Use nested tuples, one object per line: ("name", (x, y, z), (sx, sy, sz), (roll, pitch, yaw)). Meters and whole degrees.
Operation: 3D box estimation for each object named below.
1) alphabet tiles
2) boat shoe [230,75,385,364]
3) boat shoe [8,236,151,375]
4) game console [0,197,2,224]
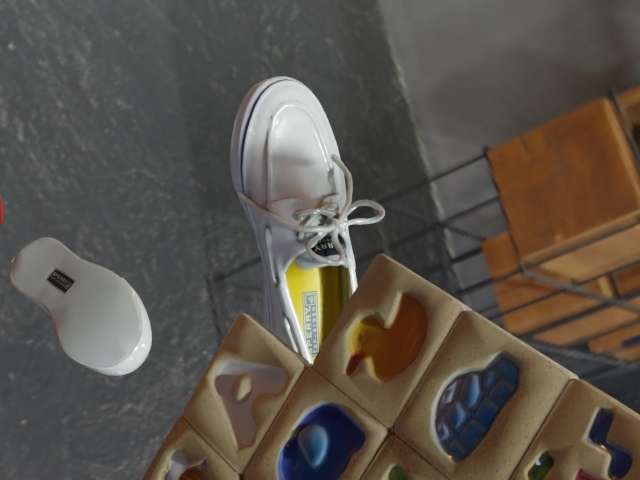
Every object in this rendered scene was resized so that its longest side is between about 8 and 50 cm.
("alphabet tiles", (0.018, 0.170, 0.405), (0.011, 0.285, 0.342), (28, 4, -42))
("boat shoe", (-0.008, 0.003, 1.237), (0.136, 0.156, 0.367), (-7, 97, -26))
("boat shoe", (-0.200, 0.063, 1.006), (0.219, 0.078, 0.070), (34, -12, 48))
("game console", (-0.346, -0.005, 0.324), (0.386, 0.342, 0.060), (21, 57, -47))
